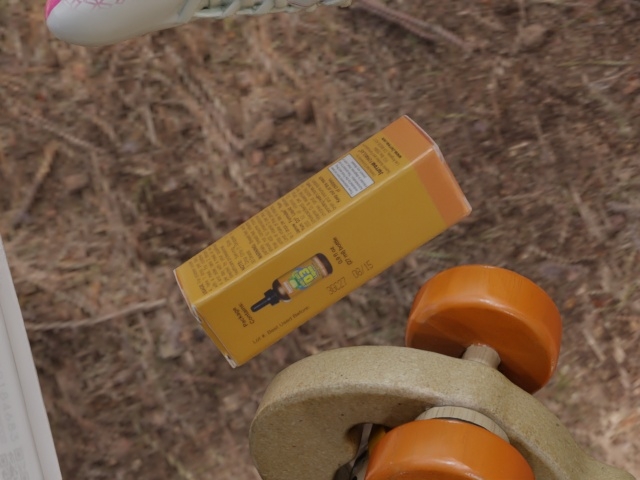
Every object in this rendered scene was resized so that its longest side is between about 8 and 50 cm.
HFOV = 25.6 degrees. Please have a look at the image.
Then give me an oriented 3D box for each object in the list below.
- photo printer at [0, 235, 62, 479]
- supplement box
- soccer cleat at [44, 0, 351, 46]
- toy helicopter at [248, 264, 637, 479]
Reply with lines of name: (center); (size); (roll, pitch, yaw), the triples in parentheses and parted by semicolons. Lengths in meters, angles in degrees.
photo printer: (-0.266, 0.098, 0.622); (0.307, 0.107, 0.256); (-14, 90, 28)
supplement box: (0.000, 0.000, 1.140); (0.078, 0.233, 0.080); (58, 177, -33)
soccer cleat: (-0.024, -0.202, 0.956); (0.331, 0.116, 0.143); (-34, 90, -6)
toy helicopter: (0.093, 0.190, 0.807); (0.235, 0.140, 0.355); (-25, 120, 35)
